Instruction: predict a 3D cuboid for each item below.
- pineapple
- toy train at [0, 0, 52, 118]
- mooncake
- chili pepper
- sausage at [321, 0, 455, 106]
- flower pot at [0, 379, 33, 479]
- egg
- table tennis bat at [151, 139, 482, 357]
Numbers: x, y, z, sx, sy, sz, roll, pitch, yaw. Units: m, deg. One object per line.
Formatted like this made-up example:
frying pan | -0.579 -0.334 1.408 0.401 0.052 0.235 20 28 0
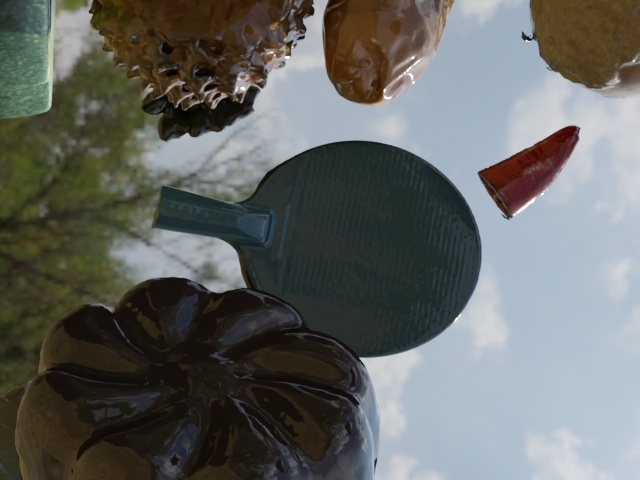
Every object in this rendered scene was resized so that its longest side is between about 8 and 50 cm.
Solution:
pineapple | -0.121 -0.208 1.295 0.357 0.223 0.223 114 -29 -72
toy train | -0.289 -0.279 1.092 0.442 0.179 0.272 116 -26 -64
mooncake | -0.096 0.160 1.059 0.306 0.306 0.154 -116 -156 -52
chili pepper | 0.320 -0.114 1.901 0.088 0.169 0.065 53 -5 -20
sausage | 0.070 -0.239 1.289 0.241 0.120 0.136 -67 170 -46
flower pot | -0.392 0.279 1.726 0.235 0.140 0.235 53 3 -4
egg | 0.430 -0.332 1.826 0.310 0.279 0.279 -112 -152 -52
table tennis bat | 0.000 0.000 1.263 0.044 0.329 0.215 169 -68 -80
